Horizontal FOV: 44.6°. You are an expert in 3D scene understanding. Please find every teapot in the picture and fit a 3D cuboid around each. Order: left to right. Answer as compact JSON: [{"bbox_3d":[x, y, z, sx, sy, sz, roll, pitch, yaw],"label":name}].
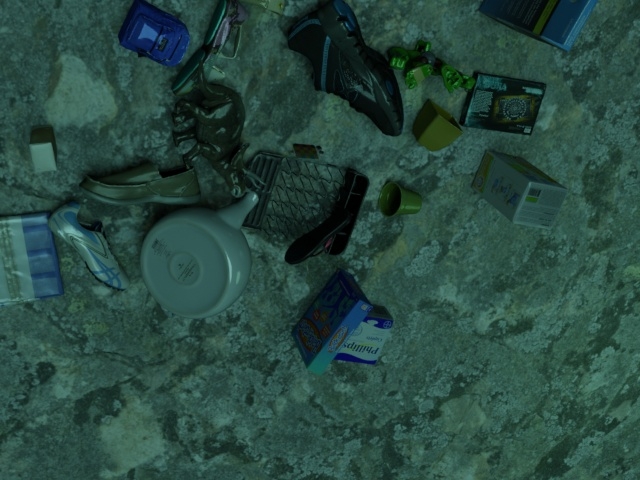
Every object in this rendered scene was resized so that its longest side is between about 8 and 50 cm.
[{"bbox_3d":[-0.250,0.041,1.677,0.256,0.187,0.252,-7,101,20],"label":"teapot"}]

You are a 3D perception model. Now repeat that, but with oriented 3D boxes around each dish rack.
[{"bbox_3d":[-0.048,-0.086,1.737,0.272,0.074,0.208,10,112,-22],"label":"dish rack"}]

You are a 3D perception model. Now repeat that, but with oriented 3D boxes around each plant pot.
[{"bbox_3d":[0.192,-0.091,1.818,0.079,0.083,0.083,7,114,-35],"label":"plant pot"},{"bbox_3d":[0.255,-0.250,1.753,0.081,0.081,0.083,28,117,-28],"label":"plant pot"}]

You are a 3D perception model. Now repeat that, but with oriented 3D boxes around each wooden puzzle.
[{"bbox_3d":[-0.031,-0.192,1.702,0.083,0.049,0.006,3,135,-20],"label":"wooden puzzle"}]

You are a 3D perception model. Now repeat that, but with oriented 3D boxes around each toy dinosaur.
[{"bbox_3d":[-0.213,-0.238,1.580,0.160,0.121,0.313,-15,127,-19],"label":"toy dinosaur"}]

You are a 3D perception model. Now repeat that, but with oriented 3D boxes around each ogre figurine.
[{"bbox_3d":[0.223,-0.368,1.656,0.197,0.118,0.097,-8,122,-13],"label":"ogre figurine"}]

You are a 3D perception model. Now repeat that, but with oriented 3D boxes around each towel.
[{"bbox_3d":[-0.692,0.050,1.618,0.285,0.034,0.209,-9,116,-16],"label":"towel"}]

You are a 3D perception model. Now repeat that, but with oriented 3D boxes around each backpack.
[{"bbox_3d":[-0.311,-0.384,1.483,0.120,0.101,0.098,22,114,-30],"label":"backpack"}]

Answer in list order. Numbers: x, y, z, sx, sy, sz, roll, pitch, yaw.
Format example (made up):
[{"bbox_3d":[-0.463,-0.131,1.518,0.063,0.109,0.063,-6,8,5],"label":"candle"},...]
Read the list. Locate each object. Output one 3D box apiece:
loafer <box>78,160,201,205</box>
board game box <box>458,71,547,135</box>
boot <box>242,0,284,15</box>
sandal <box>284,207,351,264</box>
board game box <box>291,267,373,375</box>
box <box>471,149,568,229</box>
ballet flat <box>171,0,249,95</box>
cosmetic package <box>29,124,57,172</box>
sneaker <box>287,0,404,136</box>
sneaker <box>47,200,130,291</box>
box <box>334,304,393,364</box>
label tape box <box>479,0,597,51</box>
[{"bbox_3d":[-0.368,-0.125,1.609,0.251,0.094,0.087,-2,111,-28],"label":"loafer"},{"bbox_3d":[0.422,-0.315,1.803,0.186,0.026,0.126,5,114,-20],"label":"board game box"},{"bbox_3d":[-0.047,-0.529,1.481,0.262,0.095,0.203,6,104,-17],"label":"boot"},{"bbox_3d":[0.000,0.000,1.721,0.179,0.067,0.040,-37,131,2],"label":"sandal"},{"bbox_3d":[0.023,0.190,1.852,0.047,0.160,0.210,29,104,-28],"label":"board game box"},{"bbox_3d":[0.458,-0.120,1.811,0.114,0.203,0.103,8,114,-24],"label":"box"},{"bbox_3d":[-0.209,-0.369,1.542,0.079,0.077,0.221,26,101,-31],"label":"ballet flat"},{"bbox_3d":[-0.533,-0.178,1.504,0.041,0.115,0.060,-9,119,-14],"label":"cosmetic package"},{"bbox_3d":[0.064,-0.345,1.637,0.140,0.125,0.341,-21,127,24],"label":"sneaker"},{"bbox_3d":[-0.471,0.017,1.646,0.086,0.085,0.237,-38,125,-5],"label":"sneaker"},{"bbox_3d":[0.096,0.231,1.948,0.126,0.072,0.137,11,113,-22],"label":"box"},{"bbox_3d":[0.484,-0.513,1.533,0.115,0.347,0.249,19,109,-26],"label":"label tape box"}]
